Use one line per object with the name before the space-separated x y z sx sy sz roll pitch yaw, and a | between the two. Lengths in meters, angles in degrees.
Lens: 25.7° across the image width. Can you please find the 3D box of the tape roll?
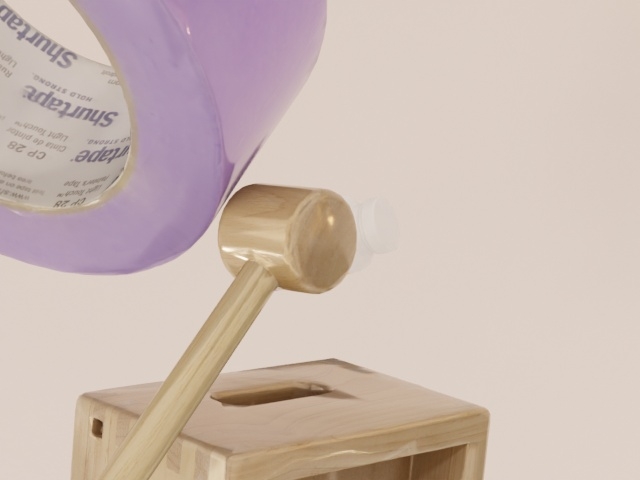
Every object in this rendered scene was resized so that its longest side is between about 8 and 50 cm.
tape roll | -0.098 -0.082 0.466 0.189 0.189 0.080 25 -128 9

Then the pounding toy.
pounding toy | -0.035 0.079 0.478 0.094 0.181 0.206 13 -79 44

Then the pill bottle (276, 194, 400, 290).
pill bottle | 0.000 0.000 0.766 0.083 0.043 0.043 -14 -107 28
